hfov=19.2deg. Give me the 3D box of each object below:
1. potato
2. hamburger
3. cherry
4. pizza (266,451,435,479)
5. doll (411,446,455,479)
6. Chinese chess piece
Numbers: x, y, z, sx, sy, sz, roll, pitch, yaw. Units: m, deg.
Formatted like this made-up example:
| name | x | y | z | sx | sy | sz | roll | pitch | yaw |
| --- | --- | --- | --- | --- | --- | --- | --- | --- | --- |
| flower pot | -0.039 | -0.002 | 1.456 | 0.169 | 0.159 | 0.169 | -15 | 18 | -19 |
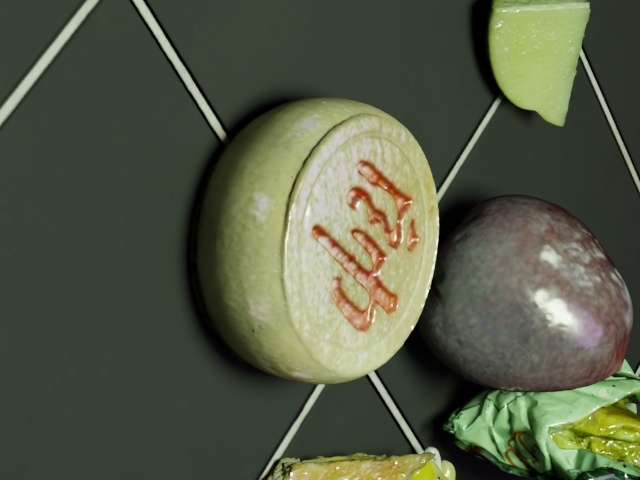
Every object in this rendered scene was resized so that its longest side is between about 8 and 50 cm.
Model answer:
| name | x | y | z | sx | sy | sz | roll | pitch | yaw |
| --- | --- | --- | --- | --- | --- | --- | --- | --- | --- |
| potato | 0.213 | -0.205 | 2.056 | 0.120 | 0.081 | 0.149 | -2 | 119 | -21 |
| hamburger | 0.289 | 0.196 | 2.042 | 0.261 | 0.276 | 0.150 | 13 | 95 | -50 |
| cherry | 0.205 | 0.054 | 1.975 | 0.213 | 0.266 | 0.183 | -51 | 169 | -31 |
| pizza | 0.018 | 0.280 | 1.885 | 0.262 | 0.034 | 0.181 | -28 | 113 | -32 |
| doll | 0.122 | 0.285 | 2.020 | 0.162 | 0.062 | 0.106 | 42 | 69 | -48 |
| Chinese chess piece | 0.000 | 0.000 | 1.774 | 0.270 | 0.112 | 0.270 | -14 | 108 | -51 |
